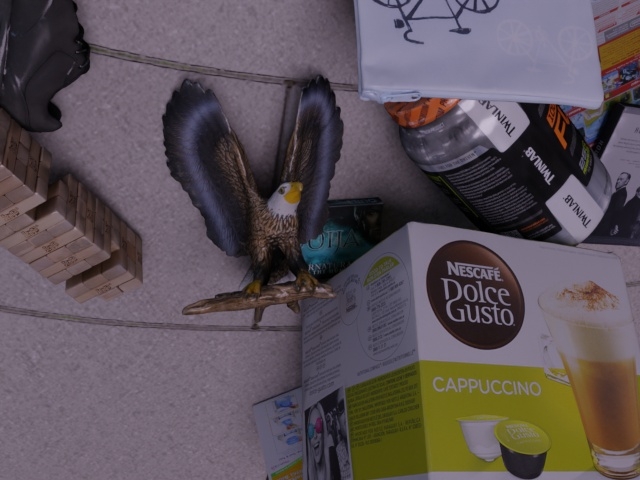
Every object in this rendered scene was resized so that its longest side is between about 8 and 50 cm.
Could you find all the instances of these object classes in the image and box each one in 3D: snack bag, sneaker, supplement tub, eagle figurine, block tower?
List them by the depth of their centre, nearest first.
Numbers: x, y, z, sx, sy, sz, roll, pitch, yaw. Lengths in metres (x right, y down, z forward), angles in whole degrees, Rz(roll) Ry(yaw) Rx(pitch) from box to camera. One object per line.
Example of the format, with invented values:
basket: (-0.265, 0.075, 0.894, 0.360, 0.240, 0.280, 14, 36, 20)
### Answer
sneaker: (-0.321, -0.253, 0.768, 0.130, 0.109, 0.286, 14, 122, -28)
snack bag: (0.184, -0.312, 0.793, 0.323, 0.037, 0.342, -1, 79, -16)
block tower: (-0.350, -0.046, 0.807, 0.091, 0.097, 0.335, -26, 136, 10)
eagle figurine: (-0.069, -0.055, 0.888, 0.225, 0.298, 0.226, -23, 158, 31)
supplement tub: (0.242, -0.129, 0.920, 0.193, 0.193, 0.316, -45, 119, 10)

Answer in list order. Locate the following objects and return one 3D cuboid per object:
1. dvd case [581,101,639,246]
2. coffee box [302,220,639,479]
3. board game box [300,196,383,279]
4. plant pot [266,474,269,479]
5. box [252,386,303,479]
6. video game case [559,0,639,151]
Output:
dvd case: (0.499, -0.098, 1.081, 0.179, 0.029, 0.238, 3, 121, -21)
coffee box: (0.191, 0.201, 0.917, 0.338, 0.334, 0.338, 8, 155, -22)
board game box: (0.000, 0.000, 1.017, 0.186, 0.026, 0.126, -5, 118, -13)
plant pot: (0.045, 0.497, 1.155, 0.237, 0.254, 0.237, -6, 117, -13)
box: (-0.031, 0.354, 1.088, 0.103, 0.203, 0.114, -21, 120, -4)
video game case: (0.410, -0.264, 0.993, 0.204, 0.025, 0.285, -25, 120, -2)
